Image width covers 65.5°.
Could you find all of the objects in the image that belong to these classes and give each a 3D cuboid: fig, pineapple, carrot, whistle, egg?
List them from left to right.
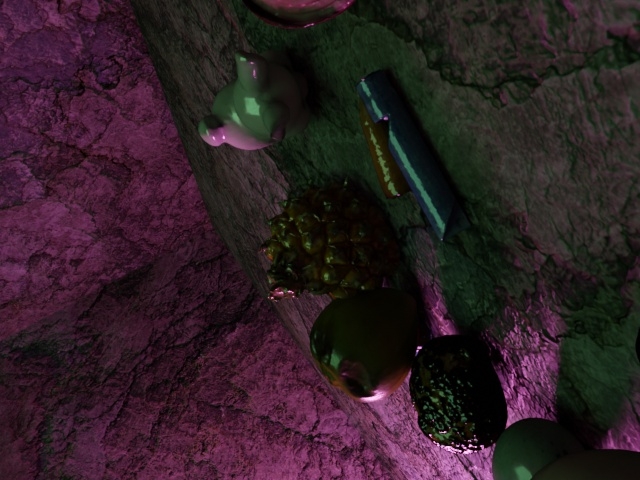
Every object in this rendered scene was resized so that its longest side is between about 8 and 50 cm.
[{"bbox_3d":[-0.016,-0.010,1.101,0.344,0.286,0.209,24,130,32],"label":"pineapple"},{"bbox_3d":[0.114,0.222,1.128,0.239,0.271,0.239,48,167,16],"label":"fig"},{"bbox_3d":[0.113,-0.173,0.906,0.205,0.072,0.072,64,162,-6],"label":"carrot"},{"bbox_3d":[0.157,-0.142,0.843,0.304,0.062,0.062,61,163,-2],"label":"whistle"},{"bbox_3d":[0.398,0.422,0.900,0.169,0.169,0.237,37,151,51],"label":"egg"}]

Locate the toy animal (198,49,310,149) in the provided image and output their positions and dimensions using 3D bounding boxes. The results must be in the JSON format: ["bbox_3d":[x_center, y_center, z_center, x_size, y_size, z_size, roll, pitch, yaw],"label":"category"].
[{"bbox_3d":[-0.145,-0.301,1.116,0.196,0.241,0.367,62,163,-13],"label":"toy animal"}]

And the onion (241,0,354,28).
[{"bbox_3d":[-0.045,-0.443,0.678,0.256,0.272,0.231,89,173,-47],"label":"onion"}]

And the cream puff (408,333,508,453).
[{"bbox_3d":[0.272,0.315,1.023,0.239,0.164,0.239,168,90,-87],"label":"cream puff"}]

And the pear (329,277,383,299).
[{"bbox_3d":[0.081,0.094,1.286,0.167,0.136,0.167,33,152,20],"label":"pear"}]

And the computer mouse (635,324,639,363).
[{"bbox_3d":[0.424,0.164,0.491,0.233,0.137,0.096,56,142,17],"label":"computer mouse"}]

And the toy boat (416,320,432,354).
[{"bbox_3d":[0.204,0.208,1.233,0.215,0.088,0.102,38,149,52],"label":"toy boat"}]

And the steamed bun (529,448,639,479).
[{"bbox_3d":[0.453,0.435,0.643,0.374,0.241,0.375,41,149,32],"label":"steamed bun"}]
